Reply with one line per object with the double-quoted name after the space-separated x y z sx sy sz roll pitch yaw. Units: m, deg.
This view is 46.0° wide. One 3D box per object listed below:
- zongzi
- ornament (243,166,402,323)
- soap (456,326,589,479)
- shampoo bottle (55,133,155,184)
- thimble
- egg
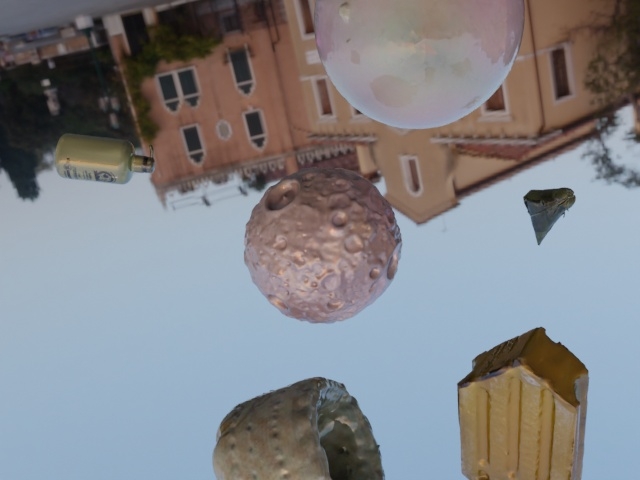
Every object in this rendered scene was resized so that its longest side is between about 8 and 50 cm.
0.478 -0.049 1.538 0.055 0.119 0.109 -27 -165 -39 "zongzi"
0.000 0.000 1.218 0.259 0.225 0.259 -25 -142 22 "ornament"
0.269 0.233 1.005 0.160 0.258 0.080 12 -143 28 "soap"
-0.367 -0.138 1.302 0.161 0.079 0.079 7 -163 -3 "shampoo bottle"
-0.028 0.370 1.272 0.195 0.292 0.291 -23 -167 20 "thimble"
0.160 -0.344 1.209 0.354 0.355 0.340 -11 -158 7 "egg"
